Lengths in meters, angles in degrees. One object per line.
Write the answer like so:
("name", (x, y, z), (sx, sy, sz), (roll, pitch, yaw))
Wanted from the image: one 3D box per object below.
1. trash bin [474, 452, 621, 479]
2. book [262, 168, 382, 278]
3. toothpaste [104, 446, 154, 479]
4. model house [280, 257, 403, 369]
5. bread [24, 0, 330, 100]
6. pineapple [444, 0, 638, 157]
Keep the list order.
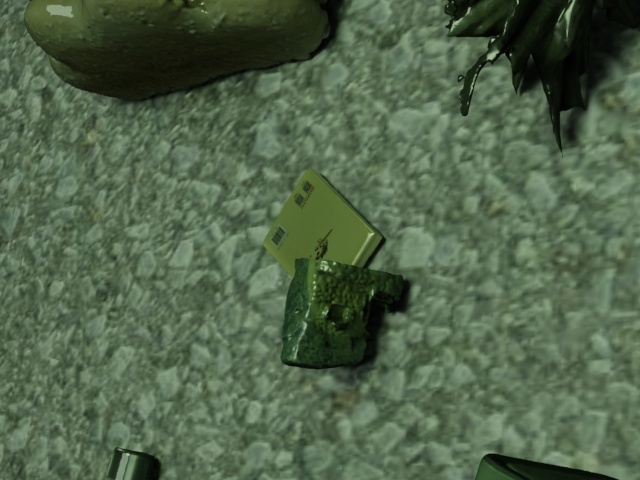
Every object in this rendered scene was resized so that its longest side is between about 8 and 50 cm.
("trash bin", (0.149, 0.322, 0.847), (0.223, 0.158, 0.343), (25, 98, 45))
("book", (0.000, 0.000, 1.241), (0.077, 0.014, 0.111), (-59, 42, 14))
("toothpaste", (-0.186, 0.295, 1.303), (0.062, 0.039, 0.239), (9, 83, 41))
("model house", (0.015, 0.059, 1.159), (0.066, 0.079, 0.083), (3, 82, 55))
("bread", (-0.152, -0.203, 1.367), (0.337, 0.183, 0.102), (-6, 78, 46))
("pineapple", (0.188, -0.244, 1.034), (0.364, 0.166, 0.165), (-59, 42, 13))
